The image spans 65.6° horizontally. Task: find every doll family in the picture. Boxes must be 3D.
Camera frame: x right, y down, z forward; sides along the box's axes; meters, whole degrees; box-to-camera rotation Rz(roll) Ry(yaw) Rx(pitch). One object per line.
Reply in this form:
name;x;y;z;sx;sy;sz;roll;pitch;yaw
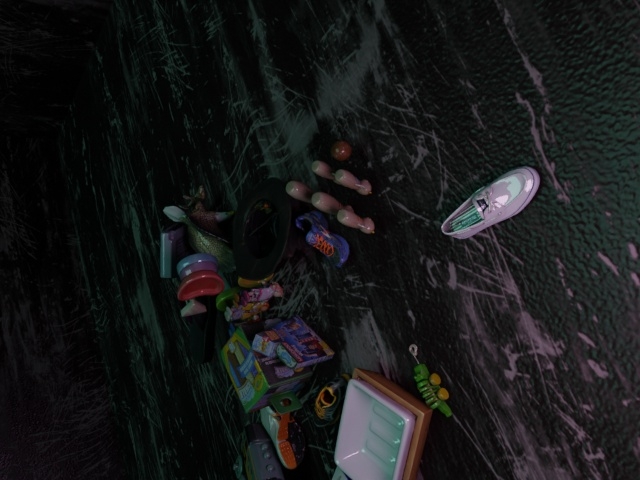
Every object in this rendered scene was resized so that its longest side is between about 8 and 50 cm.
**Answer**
doll family;-0.214;0.198;1.622;0.118;0.163;0.262;54;135;31

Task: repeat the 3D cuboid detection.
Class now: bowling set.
bowling set;0.065;-0.148;1.322;0.287;0.154;0.199;36;100;41

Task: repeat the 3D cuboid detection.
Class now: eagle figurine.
eagle figurine;-0.405;-0.044;1.793;0.225;0.226;0.298;-34;62;23

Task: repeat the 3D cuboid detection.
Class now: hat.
hat;-0.148;-0.023;1.547;0.331;0.134;0.331;-20;62;42

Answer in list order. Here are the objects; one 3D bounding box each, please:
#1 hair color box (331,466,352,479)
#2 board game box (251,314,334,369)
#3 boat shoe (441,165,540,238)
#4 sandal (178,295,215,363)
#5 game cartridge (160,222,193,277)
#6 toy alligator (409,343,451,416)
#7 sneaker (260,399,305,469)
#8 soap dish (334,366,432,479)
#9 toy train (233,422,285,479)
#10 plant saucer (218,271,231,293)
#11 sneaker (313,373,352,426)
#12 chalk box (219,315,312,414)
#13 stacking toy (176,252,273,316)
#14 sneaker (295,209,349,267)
hair color box;0.122;0.753;1.249;0.339;0.110;0.185;36;108;61
board game box;-0.094;0.313;1.475;0.194;0.194;0.060;40;122;38
boat shoe;0.350;-0.069;1.037;0.226;0.076;0.083;-48;60;39
sandal;-0.499;0.284;1.980;0.168;0.107;0.445;10;102;50
game cartridge;-0.554;0.037;1.925;0.294;0.060;0.195;-82;-7;-78
toy alligator;0.252;0.342;1.203;0.056;0.051;0.189;-48;60;39
sneaker;-0.134;0.622;1.637;0.121;0.099;0.262;-53;48;45
soap dish;0.160;0.499;1.271;0.229;0.118;0.290;24;111;44
toy train;-0.197;0.762;1.625;0.334;0.142;0.190;-126;48;-62
plant saucer;-0.368;0.187;1.896;0.192;0.018;0.067;50;128;31
sneaker;0.020;0.472;1.450;0.084;0.083;0.214;46;127;33
chalk box;-0.162;0.417;1.572;0.179;0.180;0.288;-52;56;37
stacking toy;-0.344;0.127;1.683;0.279;0.309;0.130;-58;45;47
sneaker;0.000;0.000;1.421;0.221;0.087;0.083;48;127;34
